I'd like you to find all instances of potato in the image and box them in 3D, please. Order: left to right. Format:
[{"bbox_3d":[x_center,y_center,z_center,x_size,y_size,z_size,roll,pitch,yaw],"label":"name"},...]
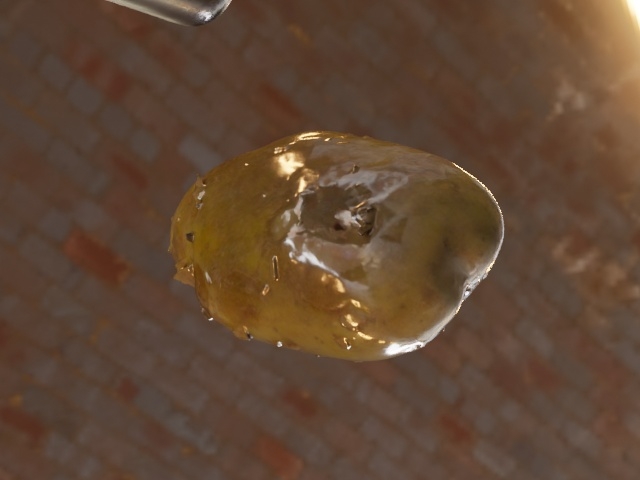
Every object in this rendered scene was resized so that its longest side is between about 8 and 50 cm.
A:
[{"bbox_3d":[0.000,0.000,1.434,0.141,0.296,0.192,55,-130,-44],"label":"potato"}]

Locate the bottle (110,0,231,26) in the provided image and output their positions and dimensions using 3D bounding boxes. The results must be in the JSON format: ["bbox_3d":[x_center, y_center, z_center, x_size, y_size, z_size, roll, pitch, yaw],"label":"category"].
[{"bbox_3d":[-0.166,-0.208,1.123,0.253,0.096,0.079,15,-138,-32],"label":"bottle"}]
